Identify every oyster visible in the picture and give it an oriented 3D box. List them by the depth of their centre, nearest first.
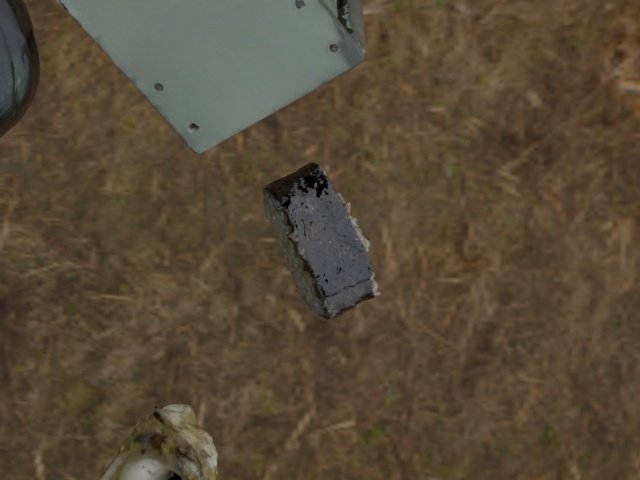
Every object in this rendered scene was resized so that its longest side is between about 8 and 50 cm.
[{"bbox_3d":[-0.176,0.259,1.119,0.294,0.166,0.094,-41,129,-12],"label":"oyster"}]

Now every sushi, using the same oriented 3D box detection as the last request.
[{"bbox_3d":[0.000,0.000,1.468,0.078,0.090,0.150,-27,98,-13],"label":"sushi"}]

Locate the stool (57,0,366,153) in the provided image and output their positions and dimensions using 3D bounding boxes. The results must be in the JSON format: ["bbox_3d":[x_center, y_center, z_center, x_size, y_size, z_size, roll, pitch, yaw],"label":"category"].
[{"bbox_3d":[-0.105,-0.259,1.190,0.269,0.170,0.243,48,24,-35],"label":"stool"}]

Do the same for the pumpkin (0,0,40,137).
[{"bbox_3d":[-0.462,-0.178,1.596,0.315,0.315,0.238,-33,127,-36],"label":"pumpkin"}]
